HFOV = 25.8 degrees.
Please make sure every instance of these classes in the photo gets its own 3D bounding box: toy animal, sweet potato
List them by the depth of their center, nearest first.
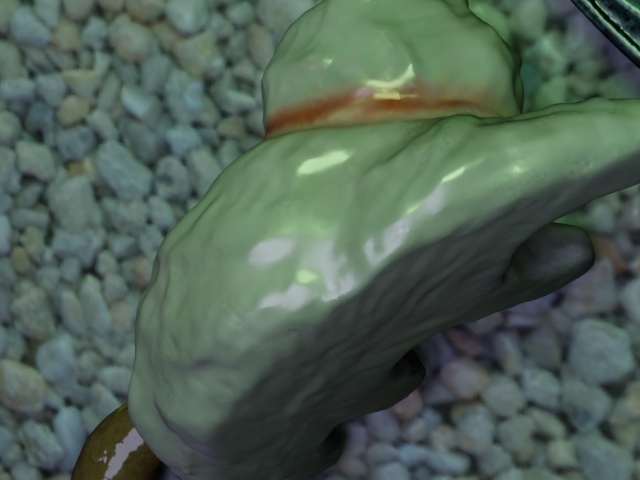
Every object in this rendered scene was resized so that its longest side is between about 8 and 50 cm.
[{"bbox_3d":[0.000,0.000,0.760,0.188,0.266,0.308,55,161,18],"label":"toy animal"},{"bbox_3d":[-0.142,0.183,0.916,0.067,0.059,0.281,30,115,5],"label":"sweet potato"}]

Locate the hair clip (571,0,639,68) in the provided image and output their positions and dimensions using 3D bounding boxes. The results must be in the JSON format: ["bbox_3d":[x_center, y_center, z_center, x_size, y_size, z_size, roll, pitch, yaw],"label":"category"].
[{"bbox_3d":[0.139,-0.145,0.710,0.275,0.048,0.083,47,121,8],"label":"hair clip"}]
